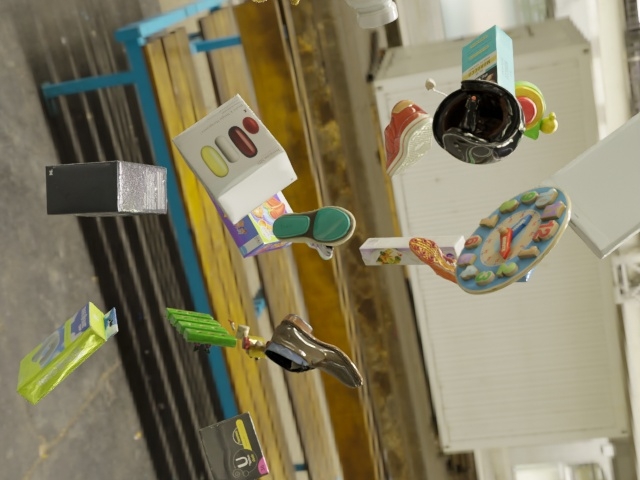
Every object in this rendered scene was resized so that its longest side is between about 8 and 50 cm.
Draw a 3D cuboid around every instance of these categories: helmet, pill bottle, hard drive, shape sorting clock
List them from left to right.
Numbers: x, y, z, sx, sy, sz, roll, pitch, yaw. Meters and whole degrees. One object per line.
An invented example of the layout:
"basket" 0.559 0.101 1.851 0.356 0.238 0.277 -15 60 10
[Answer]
"pill bottle" 0.098 -0.561 1.787 0.117 0.118 0.208 -75 151 -60
"helmet" 0.300 -0.221 1.614 0.161 0.170 0.169 81 3 -83
"shape sorting clock" 0.278 -0.004 1.251 0.040 0.206 0.206 45 28 -22
"hard drive" 0.649 -0.126 1.810 0.203 0.308 0.040 52 -7 20

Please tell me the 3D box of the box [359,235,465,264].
"box" 0.265 0.030 2.453 0.067 0.324 0.063 -47 124 -43

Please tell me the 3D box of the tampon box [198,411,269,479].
"tampon box" -0.166 0.404 1.617 0.161 0.102 0.120 116 -45 -73

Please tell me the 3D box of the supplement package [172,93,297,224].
"supplement package" -0.200 -0.190 1.999 0.203 0.194 0.149 51 -7 24

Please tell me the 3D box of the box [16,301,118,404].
"box" -0.412 0.175 1.384 0.042 0.178 0.109 49 0 -24

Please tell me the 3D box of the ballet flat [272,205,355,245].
"ballet flat" 0.002 -0.026 1.810 0.086 0.248 0.086 -4 95 -43

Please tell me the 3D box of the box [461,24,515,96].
"box" 0.359 -0.349 1.832 0.060 0.100 0.244 34 43 -28

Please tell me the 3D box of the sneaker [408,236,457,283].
"sneaker" 0.281 0.056 2.045 0.064 0.175 0.067 -55 -179 -33

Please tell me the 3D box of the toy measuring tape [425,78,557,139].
"toy measuring tape" 0.418 -0.345 2.019 0.121 0.330 0.121 -156 -90 -88

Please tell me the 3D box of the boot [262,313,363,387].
"boot" -0.019 0.262 1.805 0.106 0.219 0.082 -44 168 -36

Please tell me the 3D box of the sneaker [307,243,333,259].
"sneaker" 0.000 0.000 2.318 0.038 0.098 0.069 -40 162 -37

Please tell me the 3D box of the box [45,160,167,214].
"box" -0.387 -0.091 1.546 0.158 0.156 0.093 1 88 -68

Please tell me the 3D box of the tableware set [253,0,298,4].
"tableware set" -0.111 -0.553 1.831 0.024 0.154 0.104 102 14 -70

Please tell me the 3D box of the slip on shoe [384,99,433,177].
"slip on shoe" 0.213 -0.256 2.160 0.101 0.123 0.331 54 -11 14

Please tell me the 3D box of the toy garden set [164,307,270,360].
"toy garden set" -0.233 0.217 1.928 0.244 0.204 0.049 -158 -99 -67

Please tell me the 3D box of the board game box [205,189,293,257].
"board game box" -0.205 -0.133 2.297 0.347 0.078 0.233 60 26 7
